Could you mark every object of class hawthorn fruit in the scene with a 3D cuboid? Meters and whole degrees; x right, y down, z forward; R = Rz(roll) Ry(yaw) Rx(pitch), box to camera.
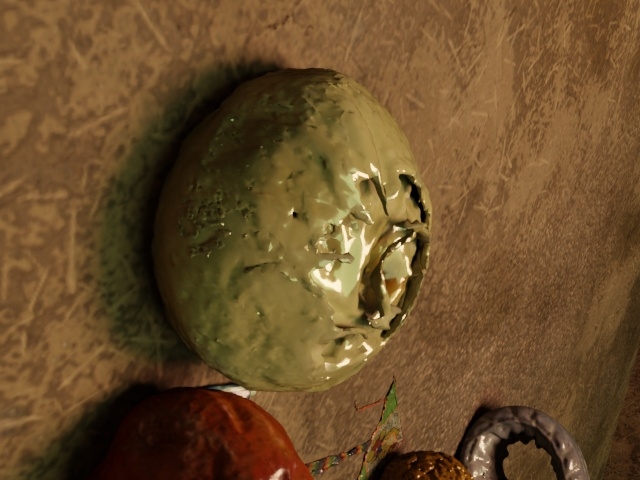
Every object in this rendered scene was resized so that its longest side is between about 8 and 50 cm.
[{"bbox_3d":[-0.080,0.198,0.497,0.173,0.179,0.173,0,90,-72],"label":"hawthorn fruit"}]

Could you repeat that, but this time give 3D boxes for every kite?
[{"bbox_3d":[0.054,0.267,0.862,0.244,0.006,0.198,12,99,-55],"label":"kite"}]

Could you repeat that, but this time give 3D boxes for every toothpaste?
[{"bbox_3d":[-0.088,0.136,0.588,0.083,0.019,0.027,3,122,-50],"label":"toothpaste"}]

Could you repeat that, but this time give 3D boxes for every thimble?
[{"bbox_3d":[0.368,0.411,1.172,0.205,0.236,0.172,-44,143,9],"label":"thimble"}]

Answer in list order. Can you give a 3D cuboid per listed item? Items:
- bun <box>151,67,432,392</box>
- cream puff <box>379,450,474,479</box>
[{"bbox_3d":[0.000,0.000,0.518,0.259,0.152,0.259,-33,135,-40],"label":"bun"},{"bbox_3d":[0.141,0.342,0.911,0.126,0.144,0.103,-54,135,-56],"label":"cream puff"}]
